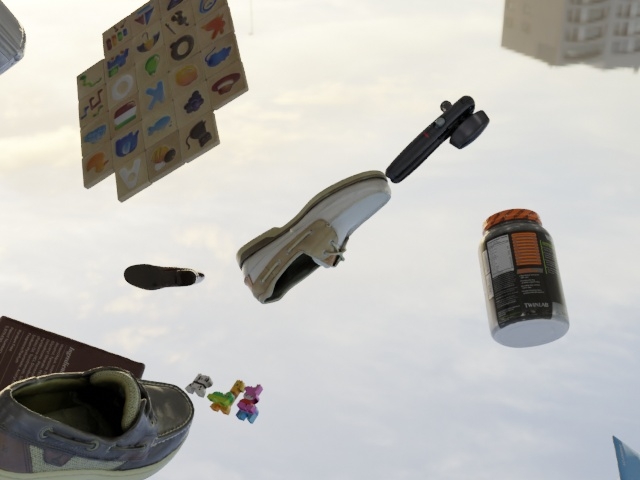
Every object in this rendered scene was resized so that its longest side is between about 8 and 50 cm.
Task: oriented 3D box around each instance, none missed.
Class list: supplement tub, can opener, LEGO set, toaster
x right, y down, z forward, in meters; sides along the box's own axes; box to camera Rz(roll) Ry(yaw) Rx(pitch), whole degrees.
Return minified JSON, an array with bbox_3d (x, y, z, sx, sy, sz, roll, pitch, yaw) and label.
[{"bbox_3d":[0.301,0.055,1.254,0.117,0.117,0.190,-1,-119,-1],"label":"supplement tub"},{"bbox_3d":[0.177,-0.159,1.322,0.186,0.059,0.073,-37,-125,3],"label":"can opener"},{"bbox_3d":[-0.209,0.372,2.032,0.227,0.087,0.093,8,-129,38],"label":"LEGO set"},{"bbox_3d":[-0.666,-0.412,1.634,0.129,0.146,0.227,-32,-142,7],"label":"toaster"}]

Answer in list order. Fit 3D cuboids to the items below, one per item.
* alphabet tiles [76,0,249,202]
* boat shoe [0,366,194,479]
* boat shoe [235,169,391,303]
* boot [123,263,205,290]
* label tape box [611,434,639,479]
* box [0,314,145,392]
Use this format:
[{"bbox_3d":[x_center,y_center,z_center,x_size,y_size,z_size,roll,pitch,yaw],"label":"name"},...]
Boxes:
[{"bbox_3d":[-0.236,-0.225,1.194,0.285,0.011,0.343,-28,-126,18],"label":"alphabet tiles"},{"bbox_3d":[-0.158,0.131,0.614,0.080,0.073,0.223,48,-161,23],"label":"boat shoe"},{"bbox_3d":[0.000,0.000,1.397,0.113,0.302,0.103,26,-146,-55],"label":"boat shoe"},{"bbox_3d":[-0.225,0.051,1.214,0.106,0.037,0.114,7,-179,-4],"label":"boot"},{"bbox_3d":[0.501,0.484,1.211,0.347,0.115,0.249,38,-145,-21],"label":"label tape box"},{"bbox_3d":[-0.369,0.236,1.115,0.203,0.168,0.167,21,-132,-11],"label":"box"}]
